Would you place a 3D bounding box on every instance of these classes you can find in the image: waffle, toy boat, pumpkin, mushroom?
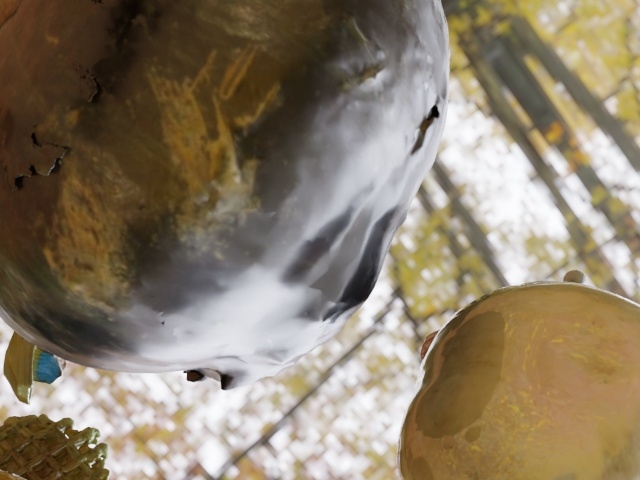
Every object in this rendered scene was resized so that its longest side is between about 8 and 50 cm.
[{"bbox_3d":[-0.317,0.265,2.097,0.169,0.036,0.183,2,-132,-3],"label":"waffle"},{"bbox_3d":[-0.302,0.111,2.082,0.172,0.066,0.065,-76,-179,-53],"label":"toy boat"},{"bbox_3d":[-0.103,-0.101,1.498,0.454,0.344,0.454,-46,-154,30],"label":"pumpkin"},{"bbox_3d":[0.180,0.167,1.525,0.260,0.234,0.254,-9,-126,-17],"label":"mushroom"}]

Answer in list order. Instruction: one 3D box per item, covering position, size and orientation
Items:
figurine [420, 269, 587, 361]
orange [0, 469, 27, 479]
[{"bbox_3d":[0.242,0.160,1.997,0.167,0.281,0.370,-61,-175,26],"label":"figurine"},{"bbox_3d":[-0.309,0.318,1.585,0.274,0.274,0.274,-29,-149,19],"label":"orange"}]
